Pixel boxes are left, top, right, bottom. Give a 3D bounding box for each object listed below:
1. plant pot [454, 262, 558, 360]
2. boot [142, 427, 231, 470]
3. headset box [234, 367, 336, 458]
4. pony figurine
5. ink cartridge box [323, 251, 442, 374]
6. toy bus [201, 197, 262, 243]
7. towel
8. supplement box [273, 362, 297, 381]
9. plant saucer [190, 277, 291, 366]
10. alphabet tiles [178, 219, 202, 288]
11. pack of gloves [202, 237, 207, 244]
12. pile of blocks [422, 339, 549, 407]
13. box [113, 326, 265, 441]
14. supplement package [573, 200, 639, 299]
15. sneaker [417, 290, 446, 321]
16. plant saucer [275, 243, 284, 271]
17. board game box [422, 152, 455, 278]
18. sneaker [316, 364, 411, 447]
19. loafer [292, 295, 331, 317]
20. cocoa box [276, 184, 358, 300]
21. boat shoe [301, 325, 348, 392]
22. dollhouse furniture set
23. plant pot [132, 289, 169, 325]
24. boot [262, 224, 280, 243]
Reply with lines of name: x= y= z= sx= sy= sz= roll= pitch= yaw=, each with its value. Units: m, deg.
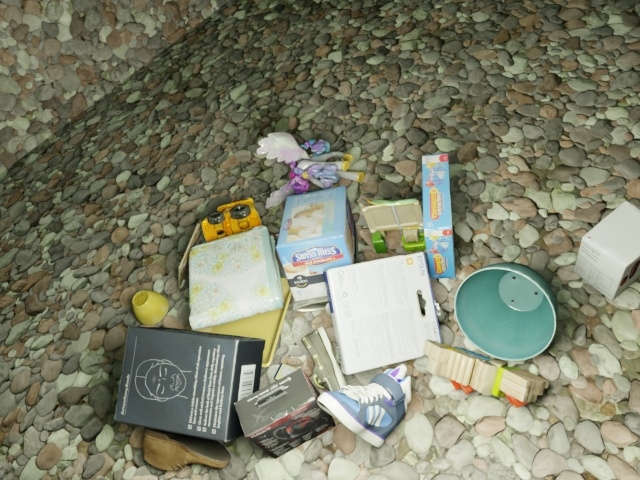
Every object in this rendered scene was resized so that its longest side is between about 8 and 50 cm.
plant pot: x=0.577 y=0.185 z=1.614 sx=0.290 sy=0.290 sz=0.195 roll=23 pitch=30 yaw=29
boot: x=-0.422 y=0.669 z=1.681 sx=0.305 sy=0.112 sz=0.115 roll=11 pitch=90 yaw=18
headset box: x=-0.100 y=0.502 z=1.557 sx=0.218 sy=0.293 sz=0.110 roll=-28 pitch=53 yaw=-3
pony figurine: x=-0.056 y=-0.286 z=2.140 sx=0.363 sy=0.303 sz=0.351 roll=18 pitch=31 yaw=31
ink cartridge box: x=0.196 y=0.221 z=1.678 sx=0.330 sy=0.071 sz=0.324 roll=-9 pitch=87 yaw=-17
toy bus: x=-0.349 y=-0.086 z=2.119 sx=0.220 sy=0.149 sz=0.211 roll=-13 pitch=34 yaw=-3
towel: x=-0.306 y=0.127 z=1.908 sx=0.320 sy=0.090 sz=0.374 roll=-17 pitch=46 yaw=4
supplement box: x=-0.093 y=0.445 z=1.724 sx=0.083 sy=0.083 sz=0.056 roll=15 pitch=62 yaw=26
plant saucer: x=-0.273 y=0.282 z=1.895 sx=0.332 sy=0.081 sz=0.333 roll=5 pitch=58 yaw=19
alphabet tiles: x=-0.502 y=0.046 z=2.067 sx=0.009 sy=0.198 sz=0.237 roll=19 pitch=59 yaw=-5
pack of gloves: x=-0.346 y=0.034 z=2.125 sx=0.195 sy=0.046 sz=0.232 roll=-25 pitch=51 yaw=-20
pile of blocks: x=0.470 y=0.403 z=1.584 sx=0.362 sy=0.149 sz=0.113 roll=16 pitch=95 yaw=34
box: x=-0.405 y=0.436 z=1.689 sx=0.395 sy=0.212 sz=0.294 roll=4 pitch=82 yaw=18
supplement package: x=0.911 y=0.033 z=1.635 sx=0.194 sy=0.203 sz=0.149 roll=-37 pitch=54 yaw=-10
sneaker: x=0.309 y=0.210 z=1.776 sx=0.106 sy=0.078 sz=0.234 roll=-41 pitch=51 yaw=-10
plant saucer: x=-0.109 y=0.076 z=1.950 sx=0.029 sy=0.168 sz=0.168 roll=-35 pitch=49 yaw=24
board game box: x=0.399 y=-0.078 z=1.804 sx=0.086 sy=0.302 sz=0.308 roll=-4 pitch=55 yaw=14
sneaker: x=0.144 y=0.429 z=1.520 sx=0.130 sy=0.323 sz=0.236 roll=21 pitch=71 yaw=47
loafer: x=0.054 y=0.212 z=1.835 sx=0.319 sy=0.112 sz=0.111 roll=0 pitch=63 yaw=24
cocoa box: x=0.000 y=0.000 z=1.850 sx=0.231 sy=0.228 sz=0.347 roll=-10 pitch=32 yaw=10
boat shoe: x=0.019 y=0.413 z=1.702 sx=0.091 sy=0.109 sz=0.305 roll=-24 pitch=47 yaw=0
dollhouse furniture set: x=0.259 y=-0.097 z=1.859 sx=0.197 sy=0.301 sz=0.151 roll=-7 pitch=57 yaw=15
plant pot: x=-0.657 y=0.241 z=2.029 sx=0.134 sy=0.095 sz=0.134 roll=-8 pitch=55 yaw=12
boot: x=-0.166 y=-0.036 z=2.110 sx=0.114 sy=0.037 sz=0.106 roll=-23 pitch=66 yaw=4
